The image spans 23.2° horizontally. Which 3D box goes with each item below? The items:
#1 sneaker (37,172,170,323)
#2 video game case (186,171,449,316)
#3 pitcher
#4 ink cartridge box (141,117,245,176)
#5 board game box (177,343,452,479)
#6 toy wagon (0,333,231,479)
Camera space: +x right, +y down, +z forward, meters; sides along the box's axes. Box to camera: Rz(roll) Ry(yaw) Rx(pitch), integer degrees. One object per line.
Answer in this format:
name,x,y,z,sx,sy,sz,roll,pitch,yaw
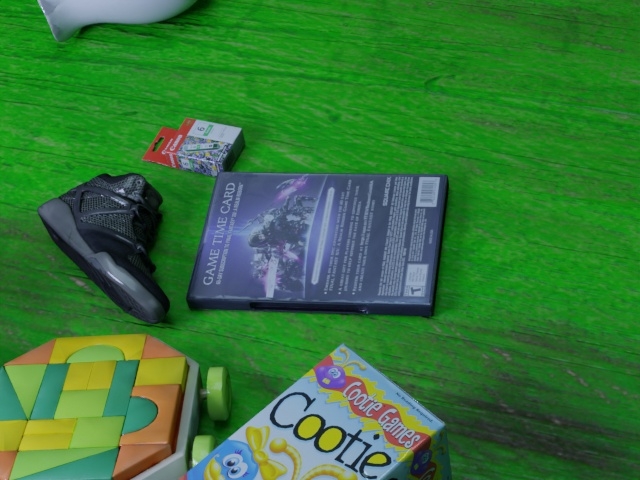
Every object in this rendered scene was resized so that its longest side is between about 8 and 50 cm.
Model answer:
sneaker,-0.214,-0.003,1.757,0.130,0.087,0.227,-36,47,-13
video game case,0.000,0.000,1.759,0.274,0.026,0.196,1,49,12
pitcher,-0.256,-0.352,2.064,0.207,0.125,0.178,-17,32,10
ink cartridge box,-0.156,-0.116,1.885,0.115,0.029,0.063,13,53,20
board game box,-0.022,0.255,1.456,0.275,0.144,0.142,-39,54,-22
toy wagon,-0.232,0.208,1.533,0.267,0.068,0.344,-3,29,4
